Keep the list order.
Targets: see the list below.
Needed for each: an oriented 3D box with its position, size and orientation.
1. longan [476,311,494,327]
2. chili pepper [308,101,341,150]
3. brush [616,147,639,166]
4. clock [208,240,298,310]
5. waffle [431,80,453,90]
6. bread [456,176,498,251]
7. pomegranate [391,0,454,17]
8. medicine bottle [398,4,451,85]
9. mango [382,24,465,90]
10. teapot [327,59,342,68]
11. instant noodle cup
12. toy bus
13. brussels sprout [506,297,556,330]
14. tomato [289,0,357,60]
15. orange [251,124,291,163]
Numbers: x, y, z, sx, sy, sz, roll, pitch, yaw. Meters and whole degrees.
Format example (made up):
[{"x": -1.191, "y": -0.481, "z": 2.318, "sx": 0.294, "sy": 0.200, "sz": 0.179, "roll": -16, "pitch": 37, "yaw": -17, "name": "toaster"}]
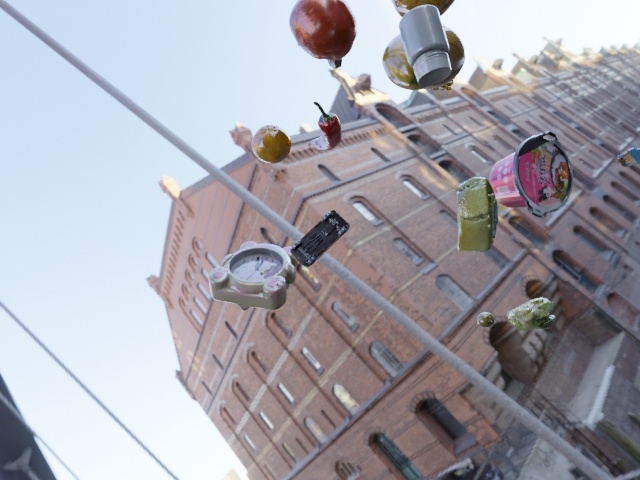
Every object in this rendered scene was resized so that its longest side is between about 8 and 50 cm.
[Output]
[{"x": 0.742, "y": 0.356, "z": 1.895, "sx": 0.075, "sy": 0.075, "sz": 0.083, "roll": -42, "pitch": 6, "yaw": -7, "name": "longan"}, {"x": 0.017, "y": -0.421, "z": 1.685, "sx": 0.368, "sy": 0.137, "sz": 0.092, "roll": 113, "pitch": 180, "yaw": -76, "name": "chili pepper"}, {"x": 0.885, "y": -0.247, "z": 1.125, "sx": 0.164, "sy": 0.051, "sz": 0.014, "roll": -34, "pitch": 22, "yaw": 49, "name": "brush"}, {"x": -0.229, "y": 0.115, "z": 1.558, "sx": 0.309, "sy": 0.284, "sz": 0.114, "roll": -66, "pitch": -21, "yaw": -54, "name": "clock"}, {"x": 0.412, "y": -0.698, "z": 1.708, "sx": 0.293, "sy": 0.260, "sz": 0.069, "roll": 31, "pitch": -77, "yaw": -32, "name": "waffle"}, {"x": 0.510, "y": -0.078, "z": 1.385, "sx": 0.186, "sy": 0.124, "sz": 0.257, "roll": -65, "pitch": -34, "yaw": -40, "name": "bread"}, {"x": 0.348, "y": -0.848, "z": 1.393, "sx": 0.248, "sy": 0.248, "sz": 0.248, "roll": -39, "pitch": -19, "yaw": -16, "name": "pomegranate"}, {"x": 0.205, "y": -0.376, "z": 0.823, "sx": 0.080, "sy": 0.130, "sz": 0.080, "roll": -12, "pitch": -7, "yaw": -2, "name": "medicine bottle"}, {"x": 0.294, "y": -0.524, "z": 1.229, "sx": 0.317, "sy": 0.211, "sz": 0.173, "roll": -41, "pitch": -27, "yaw": -42, "name": "mango"}, {"x": 0.065, "y": -0.732, "z": 1.667, "sx": 0.078, "sy": 0.098, "sz": 0.129, "roll": -18, "pitch": -17, "yaw": 0, "name": "teapot"}, {"x": 0.723, "y": -0.218, "z": 1.501, "sx": 0.302, "sy": 0.258, "sz": 0.181, "roll": -64, "pitch": 16, "yaw": -13, "name": "instant noodle cup"}, {"x": 0.000, "y": 0.000, "z": 1.327, "sx": 0.194, "sy": 0.083, "sz": 0.088, "roll": -43, "pitch": -13, "yaw": -5, "name": "toy bus"}, {"x": 0.668, "y": 0.240, "z": 1.346, "sx": 0.139, "sy": 0.100, "sz": 0.181, "roll": -22, "pitch": -9, "yaw": 38, "name": "brussels sprout"}, {"x": 0.011, "y": -0.718, "z": 1.401, "sx": 0.232, "sy": 0.232, "sz": 0.188, "roll": -21, "pitch": -18, "yaw": -50, "name": "tomato"}, {"x": -0.190, "y": -0.380, "z": 1.655, "sx": 0.159, "sy": 0.159, "sz": 0.136, "roll": -36, "pitch": -27, "yaw": -23, "name": "orange"}]
